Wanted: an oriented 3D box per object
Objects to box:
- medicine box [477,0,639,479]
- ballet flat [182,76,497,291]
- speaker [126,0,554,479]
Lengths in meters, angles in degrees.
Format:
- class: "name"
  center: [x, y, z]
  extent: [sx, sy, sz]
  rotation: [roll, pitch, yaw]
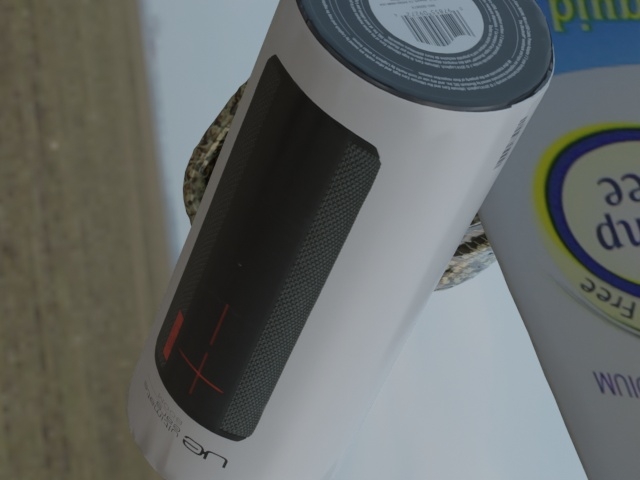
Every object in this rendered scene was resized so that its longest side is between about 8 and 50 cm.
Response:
- class: "medicine box"
  center: [0.198, -0.002, 0.508]
  extent: [0.149, 0.263, 0.289]
  rotation: [-51, 130, -36]
- class: "ballet flat"
  center: [0.108, -0.086, 0.740]
  extent: [0.483, 0.182, 0.164]
  rotation: [-31, -103, 46]
- class: "speaker"
  center: [0.000, 0.000, 0.421]
  extent: [0.136, 0.055, 0.055]
  rotation: [116, -27, -44]
